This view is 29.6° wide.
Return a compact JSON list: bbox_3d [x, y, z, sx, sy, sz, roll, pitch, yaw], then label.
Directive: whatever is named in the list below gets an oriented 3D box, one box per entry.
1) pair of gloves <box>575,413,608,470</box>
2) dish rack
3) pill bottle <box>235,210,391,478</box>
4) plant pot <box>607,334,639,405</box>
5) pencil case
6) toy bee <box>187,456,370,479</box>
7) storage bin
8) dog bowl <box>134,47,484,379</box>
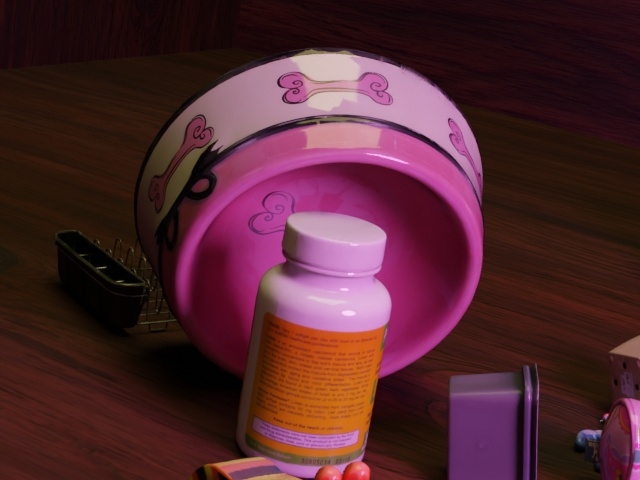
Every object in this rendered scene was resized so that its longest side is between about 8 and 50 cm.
[{"bbox_3d":[0.388,0.240,1.374,0.198,0.023,0.159,13,17,10],"label":"pair of gloves"},{"bbox_3d":[-0.195,0.047,1.594,0.271,0.074,0.208,-3,21,-36],"label":"dish rack"},{"bbox_3d":[-0.003,0.102,1.223,0.136,0.246,0.136,9,17,-3],"label":"pill bottle"},{"bbox_3d":[0.407,0.167,1.458,0.096,0.109,0.109,-6,3,-18],"label":"plant pot"},{"bbox_3d":[0.423,0.238,1.239,0.284,0.124,0.124,9,17,-2],"label":"pencil case"},{"bbox_3d":[-0.007,0.230,0.953,0.298,0.162,0.195,20,18,31],"label":"toy bee"},{"bbox_3d":[0.175,0.193,1.238,0.091,0.135,0.098,2,16,7],"label":"storage bin"},{"bbox_3d":[0.000,0.000,1.352,0.408,0.408,0.150,5,37,-14],"label":"dog bowl"}]
